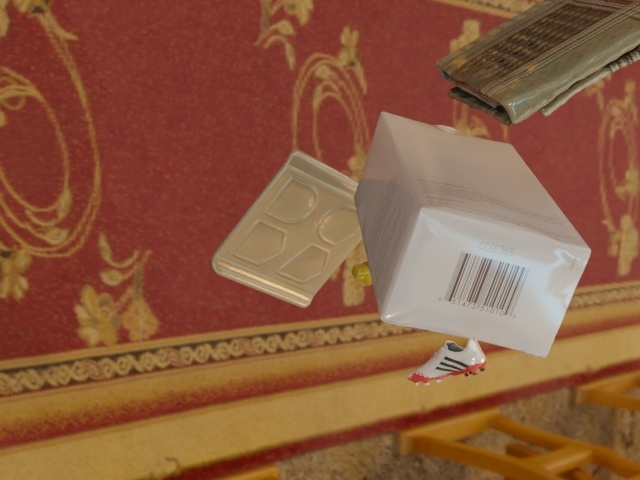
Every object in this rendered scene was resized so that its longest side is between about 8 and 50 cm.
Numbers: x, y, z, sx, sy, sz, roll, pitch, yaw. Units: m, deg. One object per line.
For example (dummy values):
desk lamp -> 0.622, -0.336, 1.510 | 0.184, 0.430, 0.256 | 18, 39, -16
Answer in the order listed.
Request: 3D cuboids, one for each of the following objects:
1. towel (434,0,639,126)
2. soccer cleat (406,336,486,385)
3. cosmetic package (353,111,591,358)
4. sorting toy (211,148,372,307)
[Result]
towel -> 0.292, -0.223, 0.945 | 0.324, 0.312, 0.056 | -29, 109, 5
soccer cleat -> 0.114, 0.112, 0.829 | 0.029, 0.083, 0.035 | -9, 82, -52
cosmetic package -> 0.176, -0.027, 1.178 | 0.217, 0.385, 0.156 | 14, 112, -7
sorting toy -> 0.000, 0.000, 1.435 | 0.307, 0.041, 0.229 | 25, 108, -39
